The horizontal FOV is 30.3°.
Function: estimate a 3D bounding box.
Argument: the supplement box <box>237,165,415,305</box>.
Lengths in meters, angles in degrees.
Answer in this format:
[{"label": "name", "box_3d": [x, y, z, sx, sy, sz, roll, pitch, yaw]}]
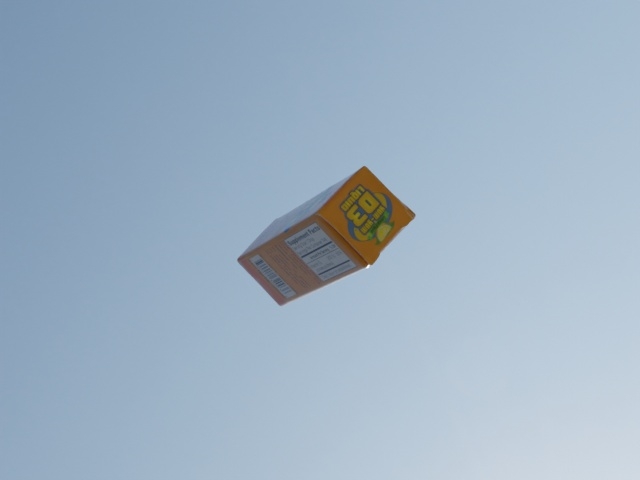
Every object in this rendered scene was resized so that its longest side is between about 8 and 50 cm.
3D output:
[{"label": "supplement box", "box_3d": [0.000, 0.000, 1.192, 0.080, 0.233, 0.078, 47, -116, -9]}]
